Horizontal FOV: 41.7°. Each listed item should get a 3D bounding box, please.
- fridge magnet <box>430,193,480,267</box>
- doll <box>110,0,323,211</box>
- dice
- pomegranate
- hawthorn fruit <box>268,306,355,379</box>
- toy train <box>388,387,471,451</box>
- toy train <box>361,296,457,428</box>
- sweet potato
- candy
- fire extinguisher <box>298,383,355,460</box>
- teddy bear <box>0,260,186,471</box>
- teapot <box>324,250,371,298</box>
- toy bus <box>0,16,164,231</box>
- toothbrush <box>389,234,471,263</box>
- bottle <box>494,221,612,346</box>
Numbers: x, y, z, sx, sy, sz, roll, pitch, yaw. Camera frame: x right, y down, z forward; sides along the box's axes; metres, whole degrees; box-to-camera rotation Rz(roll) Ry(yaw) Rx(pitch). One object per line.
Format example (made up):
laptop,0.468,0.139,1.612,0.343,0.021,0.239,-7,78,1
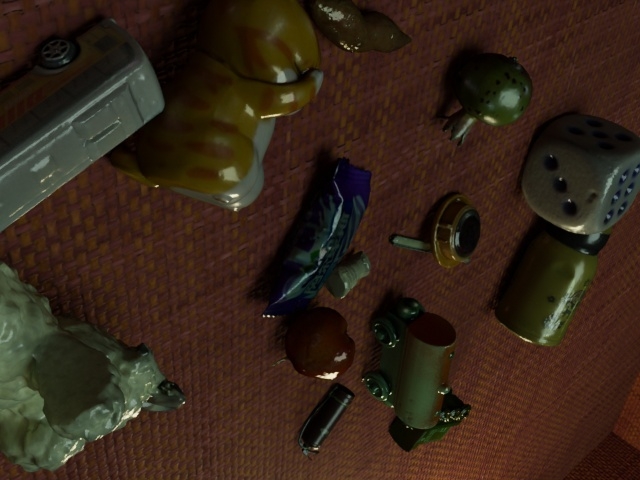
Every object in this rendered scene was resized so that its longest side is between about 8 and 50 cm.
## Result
fridge magnet,0.257,-0.017,1.591,0.143,0.063,0.143,-16,112,-46
doll,-0.096,-0.155,0.927,0.270,0.162,0.166,-55,-179,-6
dice,0.546,-0.139,1.739,0.194,0.192,0.193,-23,138,-41
pomegranate,0.272,-0.232,1.377,0.129,0.129,0.159,-22,155,-40
hawthorn fruit,-0.006,0.170,1.406,0.125,0.140,0.125,-6,90,-66
toy train,0.266,0.424,2.005,0.225,0.090,0.137,11,118,-55
toy train,0.184,0.243,1.645,0.116,0.177,0.285,-28,139,-35
sweet potato,0.056,-0.278,1.116,0.218,0.051,0.065,4,114,-53
candy,0.000,0.000,1.293,0.145,0.070,0.275,3,116,-62
fire extinguisher,0.006,0.356,1.649,0.064,0.043,0.158,34,91,-28
teddy bear,-0.320,0.194,0.854,0.375,0.327,0.362,-77,150,-47
teapot,0.048,0.058,1.417,0.083,0.057,0.067,-33,138,-38
toy bus,-0.272,-0.104,0.811,0.268,0.106,0.092,-42,148,-20
toothbrush,0.213,0.015,1.615,0.294,0.028,0.026,13,108,-50
bottle,0.555,0.062,1.953,0.171,0.171,0.351,-3,122,-51
